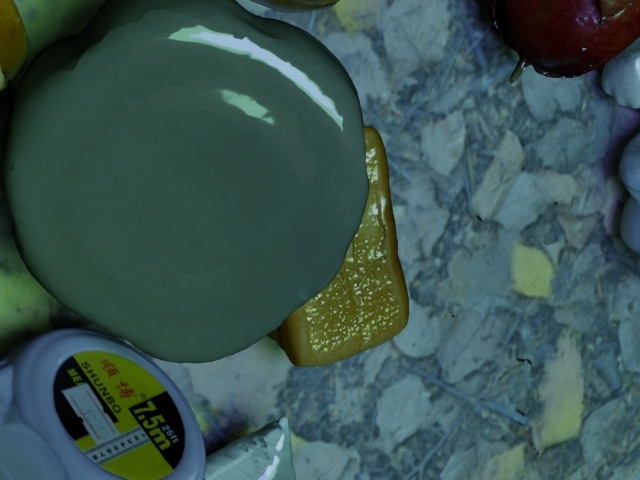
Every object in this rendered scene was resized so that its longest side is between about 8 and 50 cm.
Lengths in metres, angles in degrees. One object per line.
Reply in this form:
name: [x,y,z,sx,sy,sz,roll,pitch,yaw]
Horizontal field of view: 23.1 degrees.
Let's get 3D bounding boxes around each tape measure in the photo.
tape measure: [-0.170,0.159,1.138,0.105,0.196,0.178,-46,163,31]

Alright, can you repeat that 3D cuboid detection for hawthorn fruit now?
hawthorn fruit: [0.205,-0.205,1.306,0.148,0.148,0.172,34,100,-35]

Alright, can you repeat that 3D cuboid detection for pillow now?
pillow: [-0.111,0.260,1.265,0.254,0.078,0.144,-36,130,-20]

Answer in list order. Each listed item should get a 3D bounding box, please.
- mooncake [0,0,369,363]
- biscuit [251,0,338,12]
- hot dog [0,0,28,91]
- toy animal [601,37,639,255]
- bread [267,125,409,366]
mooncake: [-0.095,-0.054,1.112,0.275,0.135,0.275,-3,114,-7]
biscuit: [-0.045,-0.236,1.117,0.181,0.049,0.208,53,34,6]
hot dog: [-0.273,-0.203,1.025,0.249,0.076,0.102,67,29,-30]
toy animal: [0.408,-0.041,1.451,0.241,0.196,0.367,-18,111,-30]
bread: [0.000,0.000,1.261,0.116,0.077,0.200,-23,116,-26]
